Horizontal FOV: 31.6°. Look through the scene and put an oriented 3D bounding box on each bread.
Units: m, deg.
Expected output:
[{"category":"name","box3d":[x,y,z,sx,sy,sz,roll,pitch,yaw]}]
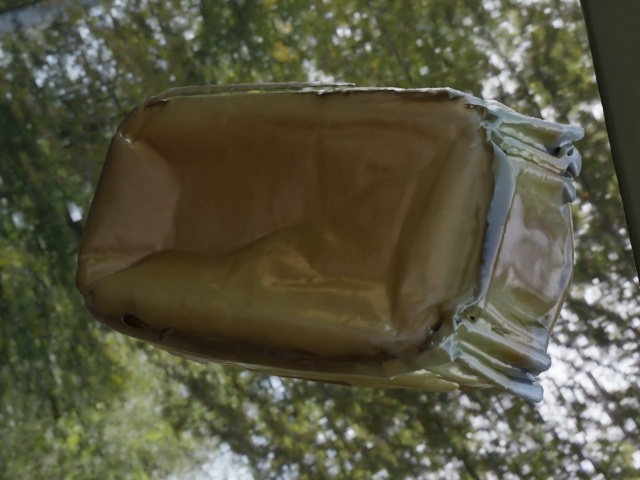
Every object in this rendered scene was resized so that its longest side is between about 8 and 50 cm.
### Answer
[{"category":"bread","box3d":[0.000,0.000,0.546,0.241,0.107,0.136,4,-103,38]}]

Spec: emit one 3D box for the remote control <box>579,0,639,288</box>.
[{"category":"remote control","box3d":[0.111,-0.074,0.320,0.090,0.038,0.309,7,-52,42]}]
